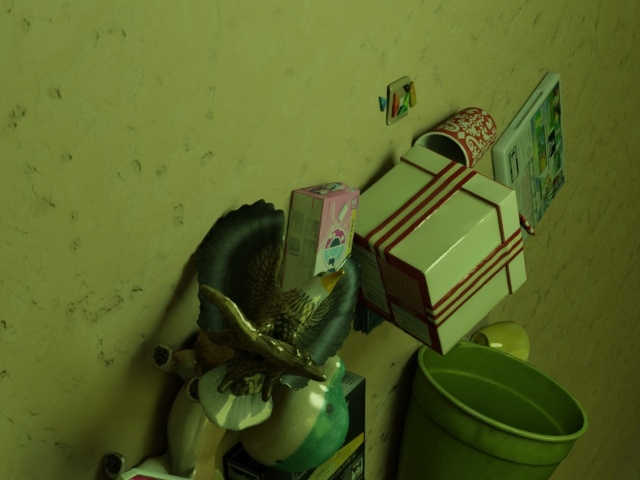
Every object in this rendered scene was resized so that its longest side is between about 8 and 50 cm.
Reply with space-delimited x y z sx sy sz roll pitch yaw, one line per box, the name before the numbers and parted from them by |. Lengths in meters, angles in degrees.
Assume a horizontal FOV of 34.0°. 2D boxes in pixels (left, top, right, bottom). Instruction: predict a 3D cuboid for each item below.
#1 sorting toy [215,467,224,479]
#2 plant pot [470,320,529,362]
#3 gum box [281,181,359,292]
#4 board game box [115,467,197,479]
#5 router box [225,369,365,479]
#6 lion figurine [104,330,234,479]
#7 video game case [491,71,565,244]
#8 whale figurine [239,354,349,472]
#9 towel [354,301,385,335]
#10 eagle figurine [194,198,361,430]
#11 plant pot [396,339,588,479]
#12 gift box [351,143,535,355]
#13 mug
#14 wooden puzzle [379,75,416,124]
sorting toy | -0.170 0.394 1.619 0.083 0.045 0.075 -35 126 -46
plant pot | 0.400 0.248 2.417 0.095 0.134 0.134 9 98 -32
gum box | 0.000 0.000 1.674 0.107 0.062 0.188 -16 119 -55
board game box | -0.253 0.481 1.377 0.390 0.050 0.390 -49 148 3
router box | -0.034 0.395 1.800 0.309 0.081 0.242 -35 133 -47
lion figurine | -0.172 0.264 1.487 0.392 0.142 0.240 -60 158 6
video game case | 0.486 -0.172 2.416 0.300 0.036 0.329 -51 142 -33
whale figurine | -0.020 0.233 1.627 0.141 0.216 0.272 34 46 -21
towel | 0.107 0.127 1.948 0.119 0.029 0.067 -25 125 -51
eagle figurine | -0.052 0.094 1.394 0.298 0.225 0.226 -91 173 -70
plant pot | 0.314 0.451 2.182 0.366 0.366 0.353 -10 125 -57
gift box | 0.199 0.013 1.821 0.258 0.255 0.276 -41 143 -20
mug | 0.245 -0.175 1.979 0.113 0.150 0.169 57 41 -7
wooden puzzle | 0.139 -0.245 1.828 0.116 0.014 0.078 -41 137 -42
